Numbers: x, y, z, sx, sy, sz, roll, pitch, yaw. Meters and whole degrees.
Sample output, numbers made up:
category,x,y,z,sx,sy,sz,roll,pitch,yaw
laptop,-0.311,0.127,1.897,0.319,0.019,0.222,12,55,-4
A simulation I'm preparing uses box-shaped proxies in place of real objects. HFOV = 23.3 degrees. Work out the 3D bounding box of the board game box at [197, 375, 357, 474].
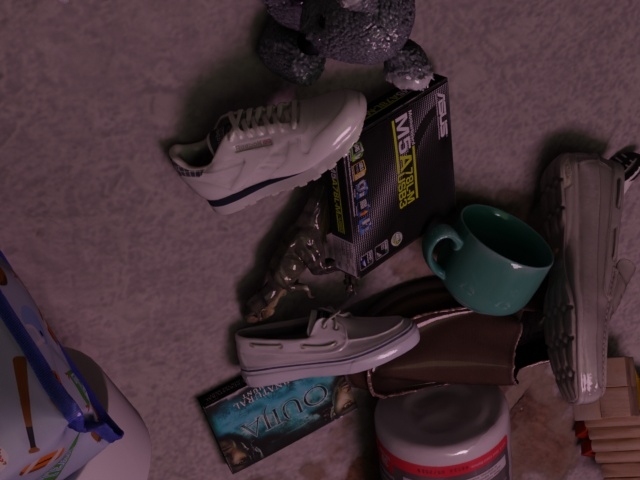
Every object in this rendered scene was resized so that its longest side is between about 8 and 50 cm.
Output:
category,x,y,z,sx,sy,sz,roll,pitch,yaw
board game box,-0.052,0.208,1.981,0.186,0.026,0.126,-27,126,-10

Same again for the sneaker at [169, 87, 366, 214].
category,x,y,z,sx,sy,sz,roll,pitch,yaw
sneaker,-0.056,-0.110,1.707,0.235,0.090,0.095,-27,124,25

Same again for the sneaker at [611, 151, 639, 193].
category,x,y,z,sx,sy,sz,roll,pitch,yaw
sneaker,0.382,-0.070,2.030,0.109,0.040,0.043,-46,142,10

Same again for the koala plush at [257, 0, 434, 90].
category,x,y,z,sx,sy,sz,roll,pitch,yaw
koala plush,0.029,-0.256,1.619,0.203,0.221,0.196,-34,127,-5

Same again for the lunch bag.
category,x,y,z,sx,sy,sz,roll,pitch,yaw
lunch bag,-0.443,0.117,1.534,0.328,0.385,0.239,-33,166,-5

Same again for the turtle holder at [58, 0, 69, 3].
category,x,y,z,sx,sy,sz,roll,pitch,yaw
turtle holder,-0.260,-0.371,1.398,0.227,0.243,0.320,-3,130,-6

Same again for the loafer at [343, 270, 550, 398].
category,x,y,z,sx,sy,sz,roll,pitch,yaw
loafer,0.205,0.121,1.991,0.366,0.130,0.134,-16,124,-18

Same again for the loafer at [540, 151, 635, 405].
category,x,y,z,sx,sy,sz,roll,pitch,yaw
loafer,0.341,0.046,1.940,0.111,0.112,0.319,3,81,-14

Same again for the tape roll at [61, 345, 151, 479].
category,x,y,z,sx,sy,sz,roll,pitch,yaw
tape roll,-0.332,0.254,1.708,0.286,0.286,0.100,-36,129,-3

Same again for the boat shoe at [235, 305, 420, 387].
category,x,y,z,sx,sy,sz,roll,pitch,yaw
boat shoe,0.004,0.119,1.884,0.226,0.083,0.076,-15,110,6

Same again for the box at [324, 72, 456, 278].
category,x,y,z,sx,sy,sz,roll,pitch,yaw
box,0.084,-0.078,1.828,0.184,0.045,0.191,-31,130,-33

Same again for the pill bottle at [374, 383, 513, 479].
category,x,y,z,sx,sy,sz,roll,pitch,yaw
pill bottle,0.171,0.342,2.078,0.176,0.176,0.319,-18,125,-16

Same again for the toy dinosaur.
category,x,y,z,sx,sy,sz,roll,pitch,yaw
toy dinosaur,0.000,0.000,1.864,0.118,0.064,0.268,16,107,-26

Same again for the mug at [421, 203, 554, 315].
category,x,y,z,sx,sy,sz,roll,pitch,yaw
mug,0.197,0.026,1.926,0.157,0.129,0.097,28,117,0

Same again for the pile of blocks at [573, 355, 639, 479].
category,x,y,z,sx,sy,sz,roll,pitch,yaw
pile of blocks,0.442,0.297,2.251,0.112,0.149,0.362,-7,122,29
